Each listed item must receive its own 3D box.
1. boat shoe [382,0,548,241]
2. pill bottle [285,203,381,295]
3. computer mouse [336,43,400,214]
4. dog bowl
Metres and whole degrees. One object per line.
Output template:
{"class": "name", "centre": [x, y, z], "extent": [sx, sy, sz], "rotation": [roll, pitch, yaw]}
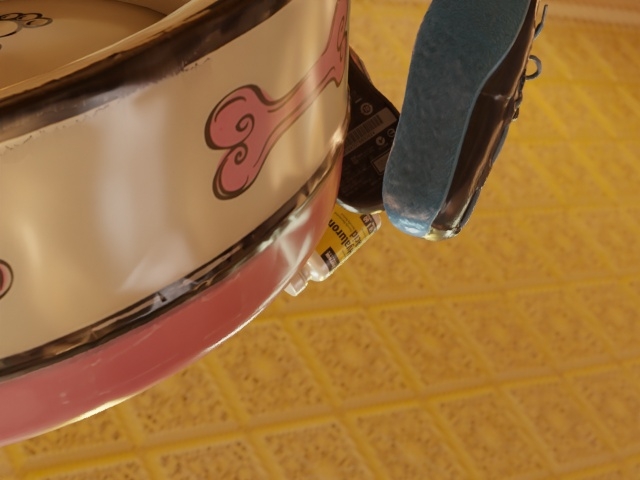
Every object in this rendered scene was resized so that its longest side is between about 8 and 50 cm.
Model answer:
{"class": "boat shoe", "centre": [0.120, -0.125, 1.233], "extent": [0.109, 0.258, 0.089], "rotation": [25, 180, 33]}
{"class": "pill bottle", "centre": [0.000, 0.000, 1.466], "extent": [0.116, 0.065, 0.065], "rotation": [-43, -98, -14]}
{"class": "computer mouse", "centre": [0.021, -0.164, 1.304], "extent": [0.262, 0.184, 0.060], "rotation": [50, 180, -2]}
{"class": "dog bowl", "centre": [-0.169, -0.056, 0.662], "extent": [0.408, 0.150, 0.408], "rotation": [-11, -152, 6]}
